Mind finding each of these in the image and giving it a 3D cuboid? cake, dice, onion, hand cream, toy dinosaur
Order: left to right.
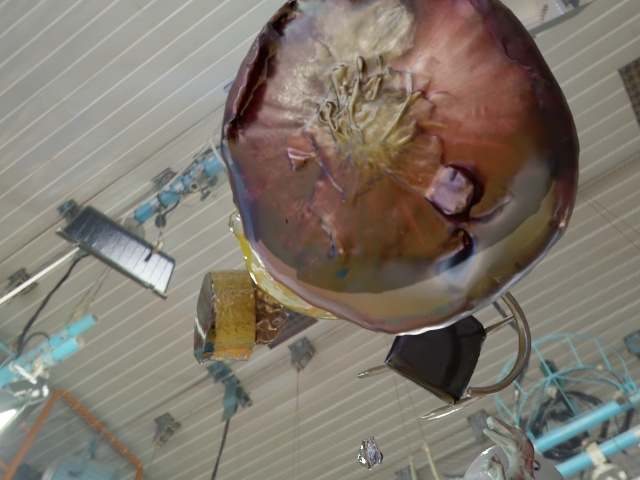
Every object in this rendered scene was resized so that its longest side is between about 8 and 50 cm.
[{"bbox_3d":[-0.159,0.159,1.188,0.178,0.185,0.208,11,-62,-22],"label":"cake"},{"bbox_3d":[0.109,0.480,1.293,0.038,0.062,0.163,-10,-25,-9],"label":"hand cream"},{"bbox_3d":[0.063,-0.068,0.468,0.271,0.195,0.272,2,-81,14],"label":"onion"},{"bbox_3d":[0.454,0.613,1.364,0.191,0.194,0.193,-6,-63,-38],"label":"dice"},{"bbox_3d":[0.254,0.290,0.551,0.242,0.167,0.053,27,-51,11],"label":"toy dinosaur"}]

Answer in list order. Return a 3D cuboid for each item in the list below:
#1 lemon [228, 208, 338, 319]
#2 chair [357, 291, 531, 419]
[{"bbox_3d":[0.000,0.000,0.961,0.310,0.258,0.258,18,-67,-11],"label":"lemon"},{"bbox_3d":[0.205,0.182,0.982,0.166,0.188,0.272,33,-27,-5],"label":"chair"}]
